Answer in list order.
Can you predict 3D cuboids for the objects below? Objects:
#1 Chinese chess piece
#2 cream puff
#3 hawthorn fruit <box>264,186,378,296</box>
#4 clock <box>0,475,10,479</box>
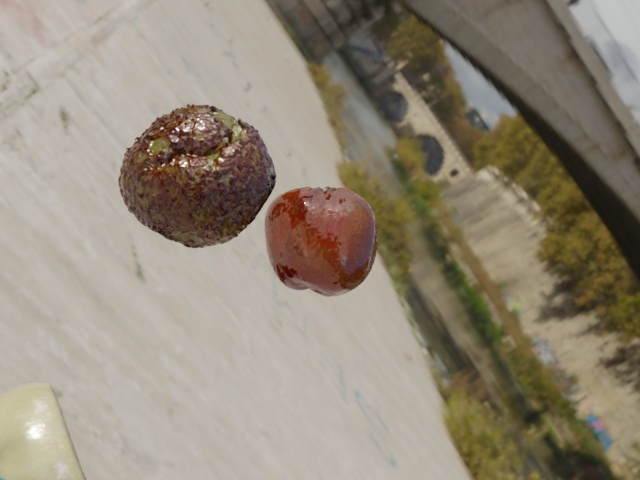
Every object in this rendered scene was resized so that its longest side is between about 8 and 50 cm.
[{"bbox_3d":[-0.479,0.414,1.800,0.338,0.140,0.338,161,-90,-74],"label":"Chinese chess piece"},{"bbox_3d":[-0.115,-0.068,0.975,0.149,0.149,0.084,58,-15,18],"label":"cream puff"},{"bbox_3d":[0.000,0.000,1.096,0.128,0.128,0.128,55,7,-11],"label":"hawthorn fruit"},{"bbox_3d":[-0.420,0.409,1.420,0.262,0.116,0.231,28,-10,-10],"label":"clock"}]
